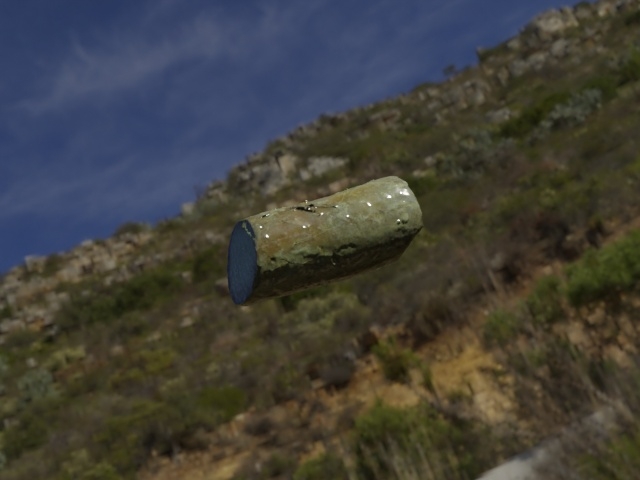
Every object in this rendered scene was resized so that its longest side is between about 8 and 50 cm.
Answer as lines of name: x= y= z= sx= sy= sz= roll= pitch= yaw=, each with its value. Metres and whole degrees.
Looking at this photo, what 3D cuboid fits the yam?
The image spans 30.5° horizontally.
yam: x=0.000 y=0.000 z=0.557 sx=0.094 sy=0.043 sz=0.043 roll=-15 pitch=-28 yaw=-10
